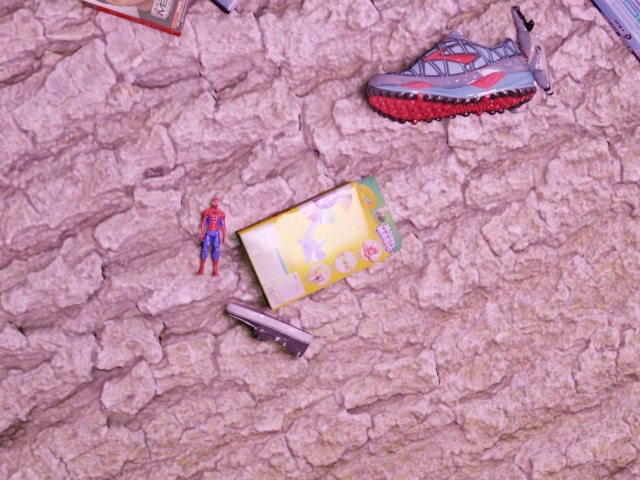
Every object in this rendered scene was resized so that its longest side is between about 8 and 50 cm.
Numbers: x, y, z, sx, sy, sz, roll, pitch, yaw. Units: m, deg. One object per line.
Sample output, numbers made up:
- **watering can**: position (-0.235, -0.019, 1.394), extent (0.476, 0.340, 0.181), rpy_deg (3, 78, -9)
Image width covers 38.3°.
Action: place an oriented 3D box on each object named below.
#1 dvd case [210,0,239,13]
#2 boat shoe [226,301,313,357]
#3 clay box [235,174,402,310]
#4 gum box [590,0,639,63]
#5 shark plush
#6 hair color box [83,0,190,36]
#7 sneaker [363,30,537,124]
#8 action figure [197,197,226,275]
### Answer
- **dvd case**: position (-0.129, -0.482, 1.332), extent (0.180, 0.022, 0.253), rpy_deg (37, 86, -11)
- **boat shoe**: position (-0.079, 0.133, 1.369), extent (0.142, 0.049, 0.040), rpy_deg (25, 89, -15)
- **clay box**: position (0.000, 0.000, 1.374), extent (0.222, 0.053, 0.127), rpy_deg (-24, 98, -11)
- **gum box**: position (0.541, -0.396, 1.469), extent (0.184, 0.041, 0.157), rpy_deg (-44, 101, -7)
- **shark plush**: position (0.314, -0.281, 1.425), extent (0.067, 0.073, 0.161), rpy_deg (-10, 102, 19)
- **hair color box**: position (-0.256, -0.346, 1.302), extent (0.141, 0.043, 0.072), rpy_deg (15, 91, -12)
- **sneaker**: position (0.188, -0.250, 1.391), extent (0.262, 0.104, 0.125), rpy_deg (-5, 73, -11)
- **action figure**: position (-0.158, -0.006, 1.354), extent (0.038, 0.030, 0.115), rpy_deg (5, 91, -7)
